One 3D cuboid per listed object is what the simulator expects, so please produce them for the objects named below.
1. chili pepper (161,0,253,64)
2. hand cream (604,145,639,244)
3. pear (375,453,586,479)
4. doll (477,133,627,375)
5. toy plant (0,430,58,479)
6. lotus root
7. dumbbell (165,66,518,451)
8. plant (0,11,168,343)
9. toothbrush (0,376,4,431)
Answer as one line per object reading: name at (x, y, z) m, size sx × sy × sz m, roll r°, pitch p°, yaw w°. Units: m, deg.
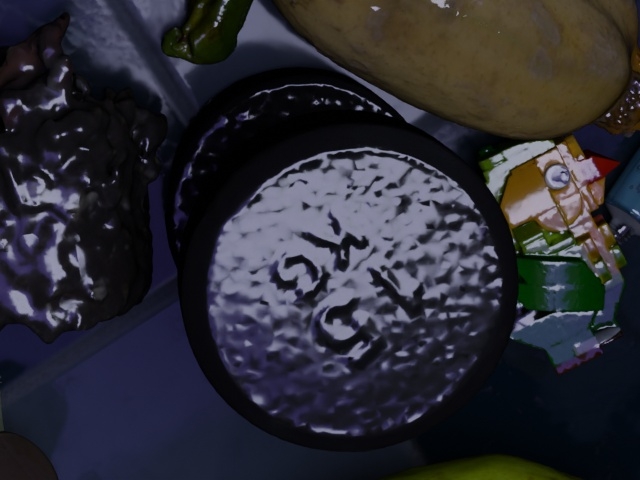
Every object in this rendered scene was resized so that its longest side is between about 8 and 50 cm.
chili pepper at (-0.065, -0.226, 1.154) m, size 0.073 × 0.072 × 0.204 m, roll 7°, pitch 98°, yaw -17°
hand cream at (0.296, -0.088, 1.248) m, size 0.083 × 0.048 × 0.224 m, roll 41°, pitch 88°, yaw -13°
pear at (0.121, 0.353, 1.164) m, size 0.391 × 0.391 × 0.391 m, roll -1°, pitch 102°, yaw -7°
doll at (0.163, 0.011, 1.215) m, size 0.134 × 0.106 × 0.186 m, roll 2°, pitch 102°, yaw 4°
toy plant at (-0.270, 0.222, 1.193) m, size 0.143 × 0.105 × 0.200 m, roll 49°, pitch 124°, yaw 3°
lotus root at (0.114, -0.163, 1.147) m, size 0.342 × 0.151 × 0.169 m, roll 25°, pitch 61°, yaw -20°
dumbbell at (0.000, 0.000, 1.080) m, size 0.203 × 0.322 × 0.204 m, roll -1°, pitch 102°, yaw -7°
plant at (-0.208, -0.047, 1.123) m, size 0.204 × 0.178 × 0.234 m, roll -7°, pitch 92°, yaw 6°
toothbrush at (-0.251, 0.140, 1.230) m, size 0.028 × 0.026 × 0.294 m, roll -10°, pitch 103°, yaw 14°
